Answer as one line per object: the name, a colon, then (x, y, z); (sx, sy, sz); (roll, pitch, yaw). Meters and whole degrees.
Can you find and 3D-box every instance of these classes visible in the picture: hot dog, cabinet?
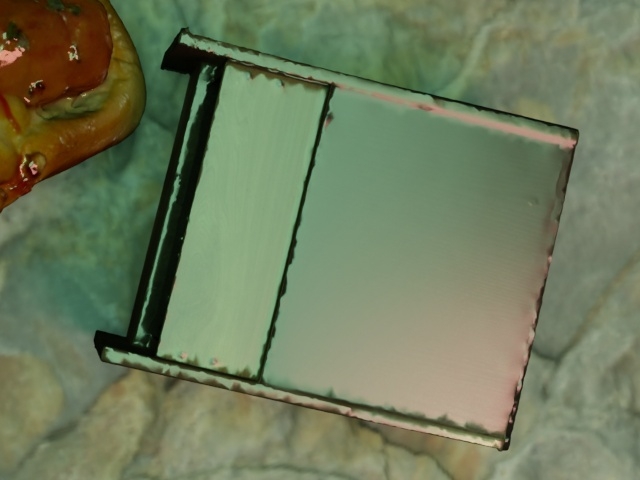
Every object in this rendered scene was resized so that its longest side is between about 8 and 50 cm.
hot dog: (-0.220, -0.065, 0.900); (0.257, 0.153, 0.150); (-26, 93, -6)
cabinet: (0.000, 0.000, 0.931); (0.215, 0.148, 0.174); (13, 89, -10)
